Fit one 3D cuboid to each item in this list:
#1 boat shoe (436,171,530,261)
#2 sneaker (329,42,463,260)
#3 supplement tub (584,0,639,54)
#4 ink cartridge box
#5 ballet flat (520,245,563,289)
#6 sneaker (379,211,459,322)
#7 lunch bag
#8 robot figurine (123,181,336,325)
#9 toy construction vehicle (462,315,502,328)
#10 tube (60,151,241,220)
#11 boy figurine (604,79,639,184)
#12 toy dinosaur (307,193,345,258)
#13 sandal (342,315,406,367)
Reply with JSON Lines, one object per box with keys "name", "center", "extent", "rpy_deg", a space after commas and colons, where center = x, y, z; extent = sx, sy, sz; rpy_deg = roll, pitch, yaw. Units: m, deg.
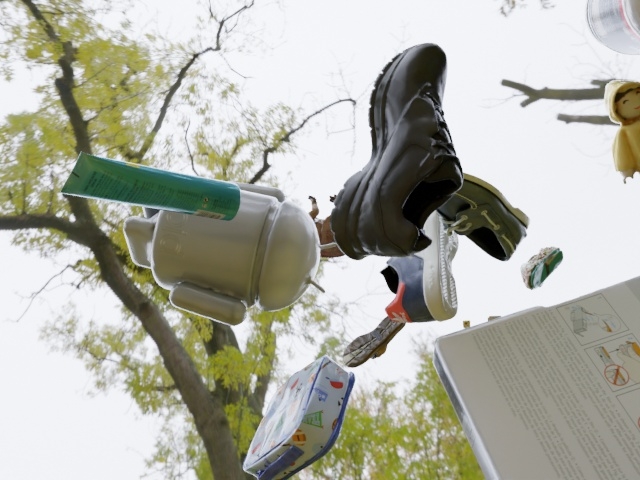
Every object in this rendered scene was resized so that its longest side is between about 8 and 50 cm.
{"name": "boat shoe", "center": [0.275, -0.045, 0.959], "extent": [0.320, 0.116, 0.098], "rpy_deg": [23, -94, -38]}
{"name": "sneaker", "center": [0.117, -0.106, 0.623], "extent": [0.109, 0.130, 0.286], "rpy_deg": [25, -103, -43]}
{"name": "supplement tub", "center": [0.591, -0.427, 0.915], "extent": [0.191, 0.272, 0.190], "rpy_deg": [3, -73, 10]}
{"name": "ink cartridge box", "center": [0.270, 0.182, 0.490], "extent": [0.239, 0.275, 0.060], "rpy_deg": [-16, -39, -5]}
{"name": "ballet flat", "center": [0.647, 0.084, 1.570], "extent": [0.241, 0.077, 0.091], "rpy_deg": [-23, -69, -41]}
{"name": "sneaker", "center": [0.205, 0.031, 1.121], "extent": [0.148, 0.349, 0.131], "rpy_deg": [-19, -58, 29]}
{"name": "lunch bag", "center": [-0.051, 0.415, 1.182], "extent": [0.115, 0.243, 0.303], "rpy_deg": [33, -53, -8]}
{"name": "robot figurine", "center": [-0.154, 0.010, 0.921], "extent": [0.354, 0.299, 0.199], "rpy_deg": [12, -36, 2]}
{"name": "toy construction vehicle", "center": [0.313, 0.179, 0.981], "extent": [0.086, 0.035, 0.098], "rpy_deg": [-3, -41, 24]}
{"name": "tube", "center": [-0.201, -0.063, 0.652], "extent": [0.207, 0.052, 0.080], "rpy_deg": [8, -40, -39]}
{"name": "boy figurine", "center": [0.633, -0.185, 0.974], "extent": [0.177, 0.092, 0.285], "rpy_deg": [-30, -90, 25]}
{"name": "toy dinosaur", "center": [0.000, 0.000, 1.335], "extent": [0.296, 0.200, 0.127], "rpy_deg": [1, -26, 26]}
{"name": "sandal", "center": [0.129, 0.235, 1.199], "extent": [0.180, 0.072, 0.049], "rpy_deg": [-40, -59, 5]}
